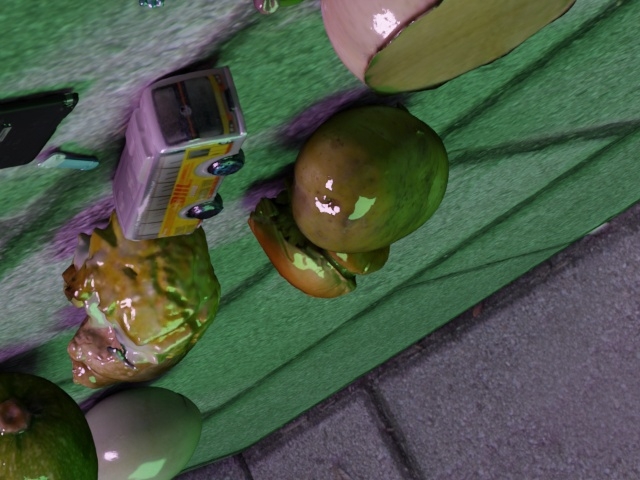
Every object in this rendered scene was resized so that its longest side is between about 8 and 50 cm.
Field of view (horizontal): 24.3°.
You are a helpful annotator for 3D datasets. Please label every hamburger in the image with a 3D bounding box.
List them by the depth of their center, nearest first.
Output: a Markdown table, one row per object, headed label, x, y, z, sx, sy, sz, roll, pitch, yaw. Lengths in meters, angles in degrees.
| label | x | y | z | sx | sy | sz | roll | pitch | yaw |
| --- | --- | --- | --- | --- | --- | --- | --- | --- | --- |
| hamburger | 0.000 | 0.000 | 1.943 | 0.144 | 0.157 | 0.283 | -29 | 169 | 14 |

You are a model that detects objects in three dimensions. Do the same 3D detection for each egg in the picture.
| label | x | y | z | sx | sy | sz | roll | pitch | yaw |
| --- | --- | --- | --- | --- | --- | --- | --- | --- | --- |
| egg | -0.333 | 0.360 | 2.671 | 0.253 | 0.187 | 0.186 | -20 | 167 | -11 |

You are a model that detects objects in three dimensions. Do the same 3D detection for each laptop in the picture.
| label | x | y | z | sx | sy | sz | roll | pitch | yaw |
| --- | --- | --- | --- | --- | --- | --- | --- | --- | --- |
| laptop | -0.311 | -0.084 | 1.304 | 0.180 | 0.016 | 0.129 | -15 | 162 | -38 |

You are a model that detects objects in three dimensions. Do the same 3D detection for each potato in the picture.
| label | x | y | z | sx | sy | sz | roll | pitch | yaw |
| --- | --- | --- | --- | --- | --- | --- | --- | --- | --- |
| potato | 0.056 | -0.075 | 1.754 | 0.228 | 0.148 | 0.197 | -30 | 160 | -45 |

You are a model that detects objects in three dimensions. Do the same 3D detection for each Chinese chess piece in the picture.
| label | x | y | z | sx | sy | sz | roll | pitch | yaw |
| --- | --- | --- | --- | --- | --- | --- | --- | --- | --- |
| Chinese chess piece | 0.125 | -0.235 | 1.350 | 0.257 | 0.104 | 0.257 | -25 | 168 | -6 |

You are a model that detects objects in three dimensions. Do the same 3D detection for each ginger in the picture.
| label | x | y | z | sx | sy | sz | roll | pitch | yaw |
| --- | --- | --- | --- | --- | --- | --- | --- | --- | --- |
| ginger | -0.252 | 0.140 | 2.083 | 0.218 | 0.123 | 0.270 | -26 | 168 | -10 |

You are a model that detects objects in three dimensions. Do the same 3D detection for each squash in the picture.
| label | x | y | z | sx | sy | sz | roll | pitch | yaw |
| --- | --- | --- | --- | --- | --- | --- | --- | --- | --- |
| squash | -0.435 | 0.302 | 2.131 | 0.310 | 0.310 | 0.309 | -15 | 149 | -41 |

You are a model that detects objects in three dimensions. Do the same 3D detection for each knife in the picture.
| label | x | y | z | sx | sy | sz | roll | pitch | yaw |
| --- | --- | --- | --- | --- | --- | --- | --- | --- | --- |
| knife | -0.247 | -0.078 | 1.466 | 0.027 | 0.010 | 0.096 | -31 | 169 | 19 |

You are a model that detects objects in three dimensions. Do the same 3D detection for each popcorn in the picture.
| label | x | y | z | sx | sy | sz | roll | pitch | yaw |
| --- | --- | --- | --- | --- | --- | --- | --- | --- | --- |
| popcorn | -0.213 | 0.048 | 1.703 | 0.212 | 0.198 | 0.198 | 6 | 175 | 16 |

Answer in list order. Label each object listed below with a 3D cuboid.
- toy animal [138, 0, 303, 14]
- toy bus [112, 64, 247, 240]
| label | x | y | z | sx | sy | sz | roll | pitch | yaw |
| --- | --- | --- | --- | --- | --- | --- | --- | --- | --- |
| toy animal | -0.083 | -0.212 | 1.088 | 0.103 | 0.100 | 0.208 | -7 | -173 | 29 |
| toy bus | -0.145 | -0.082 | 1.490 | 0.106 | 0.092 | 0.268 | -11 | 164 | -19 |
